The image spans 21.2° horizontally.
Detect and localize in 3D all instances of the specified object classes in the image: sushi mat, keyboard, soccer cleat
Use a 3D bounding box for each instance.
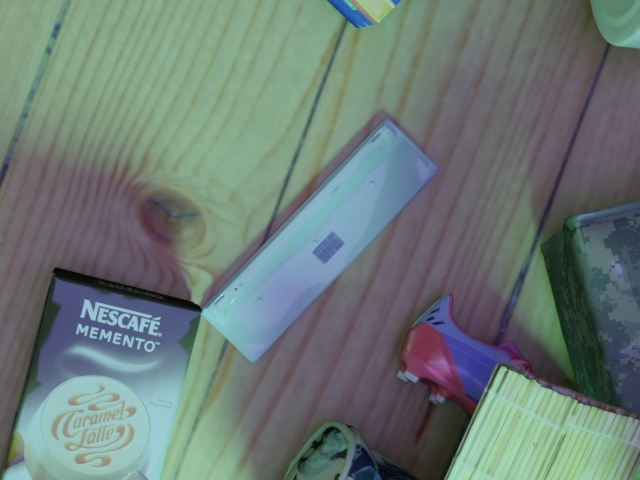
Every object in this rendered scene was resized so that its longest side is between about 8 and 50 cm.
[{"bbox_3d":[0.154,0.270,1.452,0.151,0.019,0.316,23,95,-9],"label":"sushi mat"},{"bbox_3d":[0.000,0.000,1.611,0.072,0.014,0.256,45,87,-12],"label":"keyboard"},{"bbox_3d":[0.187,0.151,1.610,0.248,0.083,0.095,34,84,-5],"label":"soccer cleat"}]

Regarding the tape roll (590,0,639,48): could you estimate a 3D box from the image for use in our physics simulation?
[{"bbox_3d":[0.320,-0.305,1.499,0.100,0.286,0.286,5,92,-8],"label":"tape roll"}]

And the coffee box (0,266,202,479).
[{"bbox_3d":[-0.206,0.161,1.546,0.141,0.098,0.246,14,91,-8],"label":"coffee box"}]

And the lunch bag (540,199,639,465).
[{"bbox_3d":[0.374,0.067,1.564,0.287,0.169,0.235,-12,79,-7],"label":"lunch bag"}]

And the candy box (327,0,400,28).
[{"bbox_3d":[0.057,-0.396,1.542,0.268,0.122,0.317,44,88,-8],"label":"candy box"}]

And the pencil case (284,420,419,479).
[{"bbox_3d":[0.142,0.333,1.558,0.410,0.183,0.160,33,100,-8],"label":"pencil case"}]

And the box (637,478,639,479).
[{"bbox_3d":[0.491,0.448,1.351,0.297,0.480,0.472,-27,120,22],"label":"box"}]
